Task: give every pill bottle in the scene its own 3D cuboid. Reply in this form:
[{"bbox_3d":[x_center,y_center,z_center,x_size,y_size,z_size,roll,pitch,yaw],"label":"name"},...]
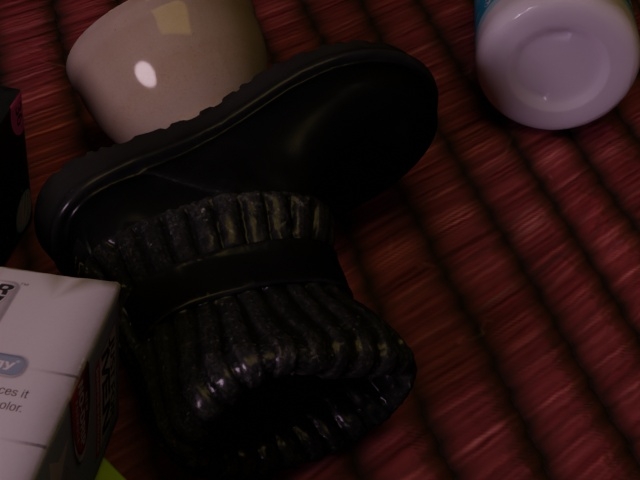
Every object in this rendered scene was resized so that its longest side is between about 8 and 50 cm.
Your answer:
[{"bbox_3d":[0.221,-0.235,1.082,0.146,0.146,0.264,9,41,0],"label":"pill bottle"}]

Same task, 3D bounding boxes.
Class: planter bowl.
[{"bbox_3d":[-0.108,-0.117,0.902,0.162,0.162,0.109,-17,72,-26],"label":"planter bowl"}]

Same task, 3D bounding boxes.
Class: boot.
[{"bbox_3d":[0.000,0.004,0.781,0.348,0.131,0.260,-28,45,-21],"label":"boot"}]

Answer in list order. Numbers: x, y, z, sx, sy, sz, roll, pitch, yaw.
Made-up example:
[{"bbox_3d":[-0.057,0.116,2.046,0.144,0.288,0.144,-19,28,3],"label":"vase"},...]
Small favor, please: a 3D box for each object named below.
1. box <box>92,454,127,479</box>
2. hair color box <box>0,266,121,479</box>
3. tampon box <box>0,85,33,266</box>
[{"bbox_3d":[-0.120,0.198,0.614,0.178,0.042,0.109,36,48,29],"label":"box"},{"bbox_3d":[-0.231,0.160,0.514,0.186,0.113,0.374,10,39,3],"label":"hair color box"},{"bbox_3d":[-0.277,-0.022,0.775,0.102,0.120,0.161,11,41,4],"label":"tampon box"}]
